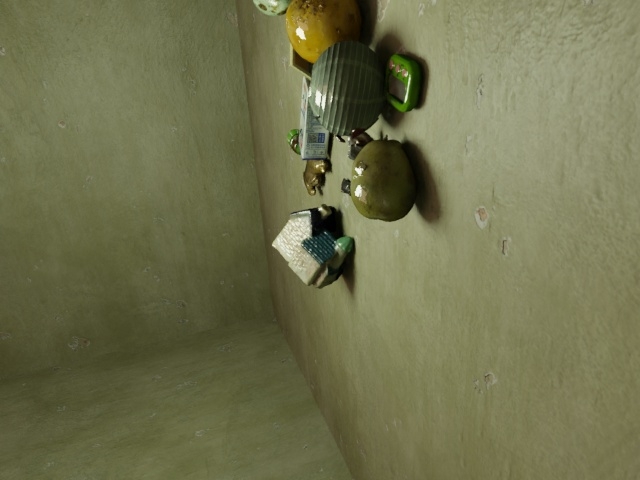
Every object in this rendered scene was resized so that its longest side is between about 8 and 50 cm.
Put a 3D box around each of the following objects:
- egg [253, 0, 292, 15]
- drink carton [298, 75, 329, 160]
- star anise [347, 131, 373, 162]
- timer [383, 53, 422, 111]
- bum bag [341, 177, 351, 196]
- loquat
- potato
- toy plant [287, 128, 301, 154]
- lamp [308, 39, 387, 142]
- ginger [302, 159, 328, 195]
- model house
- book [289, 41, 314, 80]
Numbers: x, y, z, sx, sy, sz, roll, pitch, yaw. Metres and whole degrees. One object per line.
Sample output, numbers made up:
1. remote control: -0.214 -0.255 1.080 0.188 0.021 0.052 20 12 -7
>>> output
1. egg: -0.200 -1.039 1.970 0.231 0.169 0.169 55 153 33
2. drink carton: -0.019 -0.474 1.820 0.314 0.107 0.130 98 164 -47
3. star anise: 0.138 -0.235 1.446 0.229 0.093 0.236 -91 -12 -60
4. timer: 0.212 -0.406 1.201 0.140 0.047 0.128 -120 26 -49
5. bum bag: 0.105 -0.194 1.727 0.124 0.034 0.057 -138 54 -64
6. loquat: 0.012 -0.649 1.400 0.235 0.235 0.234 169 90 -74
7. potato: 0.172 -0.173 1.276 0.159 0.175 0.251 155 120 -64
8. toy plant: -0.104 -0.463 2.160 0.162 0.093 0.092 -115 21 -50
9. lamp: 0.082 -0.423 1.321 0.233 0.233 0.265 150 131 -73
10. ginger: -0.033 -0.296 2.052 0.333 0.080 0.166 134 135 -67
11. model house: -0.002 0.000 1.940 0.298 0.243 0.284 44 123 20
12. book: -0.027 -0.621 1.569 0.018 0.242 0.170 -2 85 32
